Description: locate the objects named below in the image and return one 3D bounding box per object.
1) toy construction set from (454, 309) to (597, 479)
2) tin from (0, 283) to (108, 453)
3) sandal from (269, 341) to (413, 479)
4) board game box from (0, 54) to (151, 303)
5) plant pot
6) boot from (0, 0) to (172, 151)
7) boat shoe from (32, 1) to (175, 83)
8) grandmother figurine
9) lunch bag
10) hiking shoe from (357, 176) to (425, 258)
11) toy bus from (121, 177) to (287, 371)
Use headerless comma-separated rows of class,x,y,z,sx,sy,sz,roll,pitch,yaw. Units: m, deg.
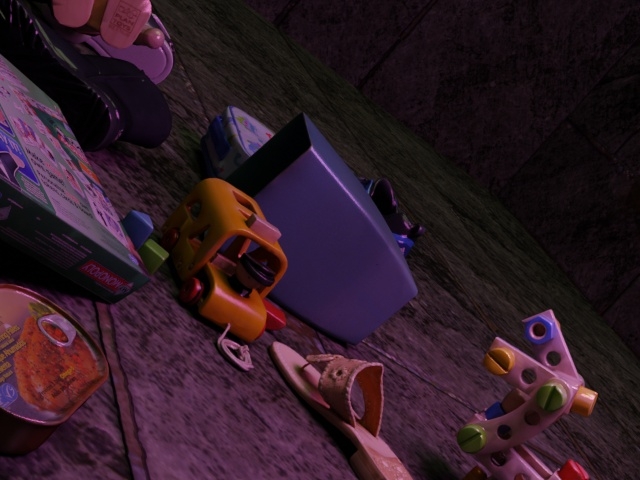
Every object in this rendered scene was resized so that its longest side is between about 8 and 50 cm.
toy construction set,0.270,0.252,1.310,0.328,0.215,0.151,48,15,29
tin,-0.210,0.085,0.860,0.106,0.040,0.190,45,12,-1
sandal,0.043,0.161,1.256,0.088,0.079,0.240,27,19,-49
board game box,-0.257,-0.082,1.008,0.214,0.046,0.317,58,4,23
plant pot,0.000,0.000,1.511,0.234,0.165,0.166,46,10,-17
boot,-0.293,-0.193,1.431,0.246,0.094,0.207,42,12,4
boat shoe,-0.335,-0.350,1.829,0.302,0.114,0.091,50,12,-19
grandmother figurine,-0.299,-0.303,1.621,0.207,0.104,0.342,31,0,-22
lunch bag,-0.080,-0.091,1.728,0.176,0.090,0.219,36,13,-25
hiking shoe,0.055,-0.049,1.896,0.113,0.132,0.304,29,17,-45
toy bus,-0.088,0.019,1.293,0.202,0.104,0.191,43,13,10
